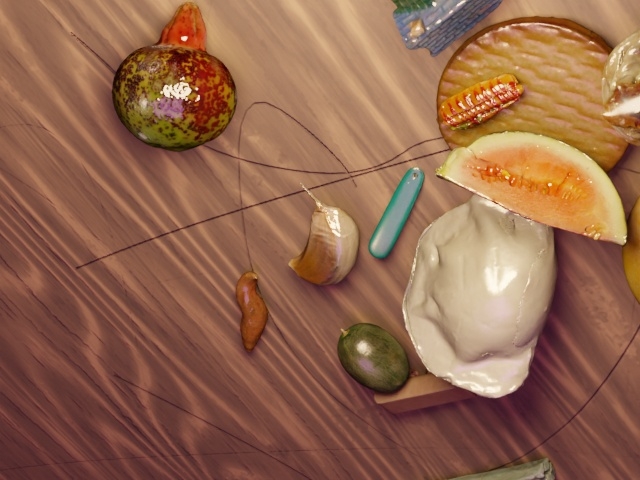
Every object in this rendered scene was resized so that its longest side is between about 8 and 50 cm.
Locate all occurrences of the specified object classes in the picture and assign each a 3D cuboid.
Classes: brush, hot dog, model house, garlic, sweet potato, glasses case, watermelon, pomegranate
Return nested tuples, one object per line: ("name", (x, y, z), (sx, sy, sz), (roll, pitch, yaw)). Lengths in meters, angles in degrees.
("brush", (0.137, -0.051, 1.774), (0.043, 0.032, 0.193), (26, 116, 3))
("hot dog", (0.254, -0.217, 1.560), (0.144, 0.038, 0.062), (-22, 113, 32))
("model house", (0.162, -0.379, 1.438), (0.183, 0.172, 0.166), (44, 126, -15))
("garlic", (0.009, -0.004, 1.810), (0.129, 0.090, 0.198), (21, 133, 17))
("sweet potato", (-0.136, 0.142, 1.977), (0.055, 0.058, 0.202), (38, 138, 45))
("glasses case", (0.215, 0.292, 1.982), (0.194, 0.070, 0.102), (-17, 146, 24))
("watermelon", (0.347, -0.099, 1.558), (0.304, 0.159, 0.128), (23, 100, 11))
("pomegranate", (-0.231, -0.271, 1.633), (0.214, 0.214, 0.247), (13, 93, 7))

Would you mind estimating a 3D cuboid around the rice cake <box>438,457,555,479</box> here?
("rice cake", (0.334, 0.528, 2.108), (0.336, 0.066, 0.063), (-22, 108, 27))

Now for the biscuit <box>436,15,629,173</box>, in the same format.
("biscuit", (0.341, -0.208, 1.583), (0.318, 0.040, 0.317), (10, 127, 14))

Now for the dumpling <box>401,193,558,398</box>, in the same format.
("dumpling", (0.275, 0.078, 1.731), (0.260, 0.181, 0.341), (11, 120, 19))

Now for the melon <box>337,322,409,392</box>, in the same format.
("melon", (0.099, 0.226, 1.928), (0.167, 0.114, 0.114), (43, 125, -14))

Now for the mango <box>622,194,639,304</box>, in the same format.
("mango", (0.598, -0.012, 1.557), (0.222, 0.198, 0.384), (-1, 138, -5))

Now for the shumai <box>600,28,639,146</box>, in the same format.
("shumai", (0.503, -0.216, 1.436), (0.201, 0.120, 0.201), (2, 114, 4))
